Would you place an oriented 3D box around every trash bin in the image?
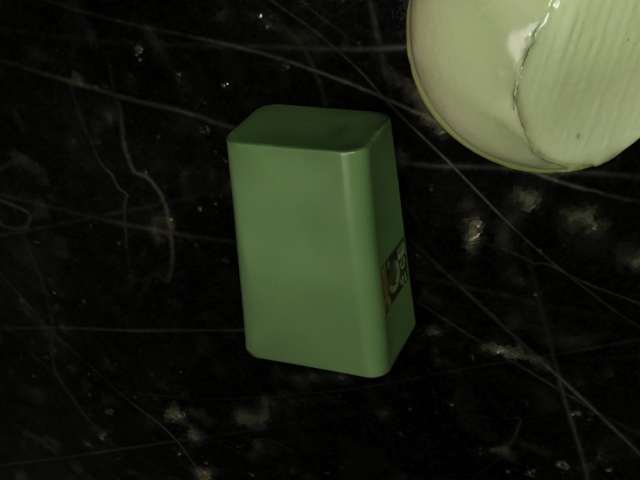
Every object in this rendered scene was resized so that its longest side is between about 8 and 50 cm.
[{"bbox_3d":[0.000,0.000,1.443,0.223,0.158,0.343,8,124,22],"label":"trash bin"}]

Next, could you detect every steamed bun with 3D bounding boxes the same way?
[{"bbox_3d":[0.221,-0.238,1.108,0.309,0.309,0.309,13,127,19],"label":"steamed bun"}]
